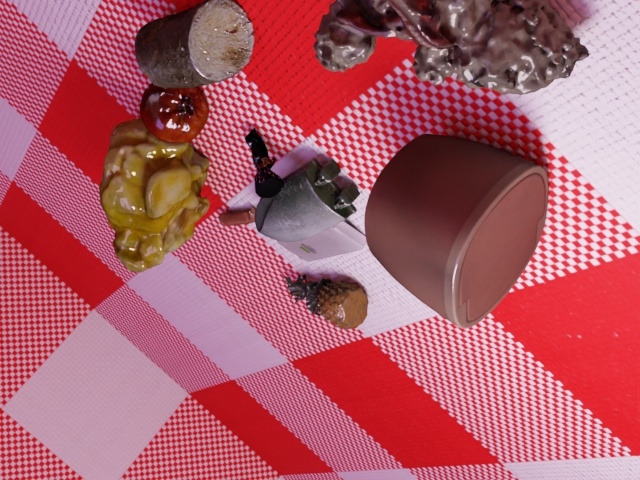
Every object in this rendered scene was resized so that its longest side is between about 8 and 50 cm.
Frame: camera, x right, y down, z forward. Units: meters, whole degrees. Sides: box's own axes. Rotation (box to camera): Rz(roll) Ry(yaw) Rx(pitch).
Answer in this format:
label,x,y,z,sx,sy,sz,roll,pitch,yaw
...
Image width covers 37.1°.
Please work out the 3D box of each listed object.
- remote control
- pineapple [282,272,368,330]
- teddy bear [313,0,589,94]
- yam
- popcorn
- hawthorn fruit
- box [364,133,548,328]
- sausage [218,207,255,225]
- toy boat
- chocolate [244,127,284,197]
label,x,y,z,sx,sy,sz,roll,pitch,yaw
remote control,0.000,0.000,2.153,0.103,0.034,0.250,33,156,-22
pineapple,0.007,0.142,2.305,0.251,0.125,0.125,16,145,48
teddy bear,0.181,-0.306,1.314,0.368,0.224,0.357,34,166,5
yam,-0.247,-0.364,1.808,0.254,0.154,0.154,-1,133,47
popcorn,-0.403,-0.124,2.208,0.294,0.292,0.334,26,145,34
hawthorn fruit,-0.319,-0.277,2.032,0.148,0.148,0.172,50,159,-21
box,0.224,-0.029,1.613,0.216,0.301,0.301,30,152,32
sausage,-0.196,-0.056,2.323,0.042,0.036,0.158,14,168,-34
toy boat,-0.049,-0.071,2.041,0.141,0.092,0.320,50,142,-11
chocolate,-0.118,-0.162,1.996,0.070,0.147,0.072,-2,148,-11
